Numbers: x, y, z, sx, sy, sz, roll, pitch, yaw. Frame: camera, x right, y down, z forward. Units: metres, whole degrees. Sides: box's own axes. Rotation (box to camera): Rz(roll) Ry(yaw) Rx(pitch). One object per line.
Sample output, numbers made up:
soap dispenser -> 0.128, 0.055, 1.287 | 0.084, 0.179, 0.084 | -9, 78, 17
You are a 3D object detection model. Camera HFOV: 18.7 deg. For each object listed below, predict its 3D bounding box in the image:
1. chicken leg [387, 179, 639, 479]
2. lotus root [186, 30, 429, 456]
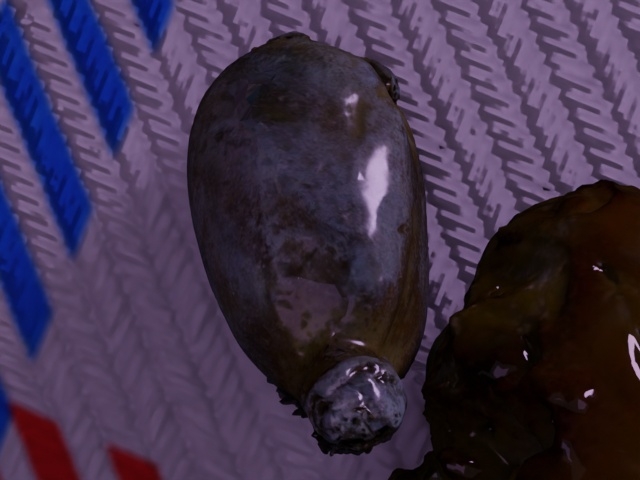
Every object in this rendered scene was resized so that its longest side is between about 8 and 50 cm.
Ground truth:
chicken leg -> 0.128, 0.156, 0.624 | 0.211, 0.140, 0.361 | -19, 83, 1
lotus root -> -0.002, 0.001, 0.663 | 0.088, 0.088, 0.165 | -14, 64, 9
